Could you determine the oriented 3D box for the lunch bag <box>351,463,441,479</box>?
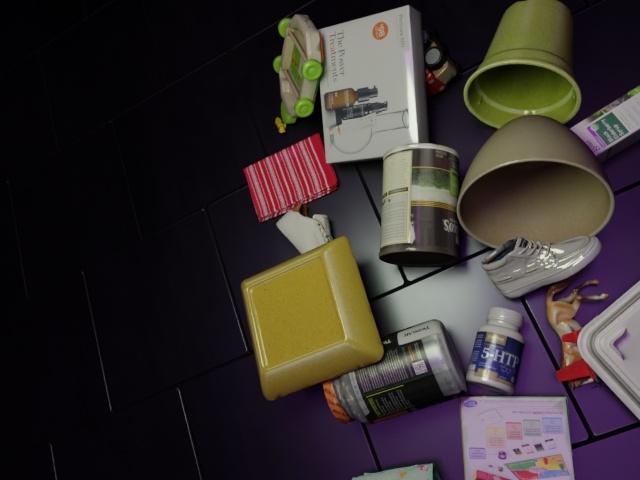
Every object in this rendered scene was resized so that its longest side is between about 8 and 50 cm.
[{"bbox_3d":[0.191,0.666,1.263,0.224,0.160,0.262,-20,59,18],"label":"lunch bag"}]

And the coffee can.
[{"bbox_3d":[0.255,-0.084,1.397,0.202,0.201,0.275,-1,76,20],"label":"coffee can"}]

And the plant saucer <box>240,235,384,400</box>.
[{"bbox_3d":[-0.050,0.181,1.333,0.333,0.081,0.332,-25,64,18],"label":"plant saucer"}]

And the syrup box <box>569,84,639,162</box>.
[{"bbox_3d":[0.725,-0.278,1.327,0.237,0.096,0.093,-32,68,9],"label":"syrup box"}]

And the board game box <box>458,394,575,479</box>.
[{"bbox_3d":[0.452,0.519,1.249,0.243,0.064,0.316,-5,75,20],"label":"board game box"}]

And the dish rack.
[{"bbox_3d":[0.762,0.219,1.155,0.333,0.072,0.285,-39,76,-4],"label":"dish rack"}]

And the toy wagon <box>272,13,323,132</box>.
[{"bbox_3d":[-0.074,-0.475,1.604,0.068,0.344,0.267,-5,47,-20],"label":"toy wagon"}]

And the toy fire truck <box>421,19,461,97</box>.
[{"bbox_3d":[0.234,-0.490,1.554,0.246,0.159,0.216,-40,60,29],"label":"toy fire truck"}]

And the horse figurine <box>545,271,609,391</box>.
[{"bbox_3d":[0.605,0.195,1.270,0.175,0.066,0.263,-26,75,12],"label":"horse figurine"}]

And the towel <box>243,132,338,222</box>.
[{"bbox_3d":[-0.093,-0.192,1.650,0.275,0.031,0.198,-23,69,14],"label":"towel"}]

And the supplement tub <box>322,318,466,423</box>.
[{"bbox_3d":[0.177,0.328,1.329,0.316,0.193,0.193,-22,70,14],"label":"supplement tub"}]

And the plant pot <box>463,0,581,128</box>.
[{"bbox_3d":[0.528,-0.455,1.376,0.276,0.276,0.253,11,69,23],"label":"plant pot"}]

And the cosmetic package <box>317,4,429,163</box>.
[{"bbox_3d":[0.141,-0.411,1.493,0.285,0.097,0.376,-3,95,30],"label":"cosmetic package"}]

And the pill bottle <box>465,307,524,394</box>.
[{"bbox_3d":[0.422,0.260,1.294,0.112,0.112,0.186,12,72,23],"label":"pill bottle"}]

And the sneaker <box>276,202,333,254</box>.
[{"bbox_3d":[0.000,0.000,1.524,0.123,0.106,0.290,-48,65,7],"label":"sneaker"}]

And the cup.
[{"bbox_3d":[0.497,-0.158,1.291,0.332,0.331,0.236,-2,53,20],"label":"cup"}]

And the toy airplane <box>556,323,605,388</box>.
[{"bbox_3d":[0.593,0.256,1.215,0.151,0.028,0.151,-1,81,9],"label":"toy airplane"}]

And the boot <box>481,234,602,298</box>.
[{"bbox_3d":[0.507,0.036,1.275,0.258,0.095,0.123,-36,105,31],"label":"boot"}]
